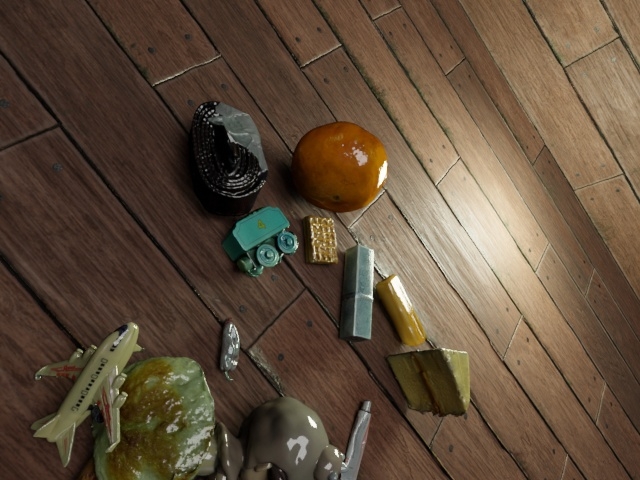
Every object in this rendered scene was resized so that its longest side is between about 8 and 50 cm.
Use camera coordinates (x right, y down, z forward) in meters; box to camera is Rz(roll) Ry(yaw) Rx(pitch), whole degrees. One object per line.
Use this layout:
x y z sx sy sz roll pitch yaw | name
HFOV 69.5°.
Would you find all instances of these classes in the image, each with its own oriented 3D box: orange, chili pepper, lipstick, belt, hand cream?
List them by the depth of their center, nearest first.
-0.220 0.261 1.120 0.050 0.041 0.153 62 29 -65 | chili pepper
-0.239 -0.215 1.167 0.184 0.164 0.289 -9 69 -21 | belt
0.106 0.553 1.277 0.052 0.038 0.216 21 65 -3 | hand cream
0.056 -0.207 1.339 0.284 0.284 0.226 26 54 -29 | orange
0.112 0.155 1.391 0.078 0.076 0.289 21 63 -30 | lipstick

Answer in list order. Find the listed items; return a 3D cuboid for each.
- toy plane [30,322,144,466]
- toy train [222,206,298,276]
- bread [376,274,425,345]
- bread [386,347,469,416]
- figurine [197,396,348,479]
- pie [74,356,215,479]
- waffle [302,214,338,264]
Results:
-0.418 0.265 0.848 0.256 0.242 0.104 -52 150 -18 | toy plane
-0.156 0.001 1.222 0.198 0.107 0.154 -34 89 -40 | toy train
0.255 0.229 1.478 0.093 0.074 0.239 -32 96 -56 | bread
0.312 0.419 1.345 0.135 0.240 0.178 17 64 -32 | bread
-0.146 0.451 1.014 0.381 0.248 0.203 8 84 -21 | figurine
-0.329 0.364 0.893 0.105 0.257 0.274 71 17 -62 | pie
-0.001 0.000 1.380 0.103 0.042 0.148 6 70 -38 | waffle
